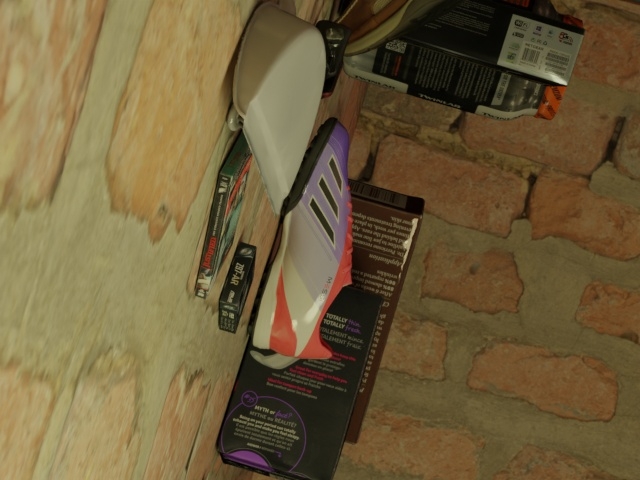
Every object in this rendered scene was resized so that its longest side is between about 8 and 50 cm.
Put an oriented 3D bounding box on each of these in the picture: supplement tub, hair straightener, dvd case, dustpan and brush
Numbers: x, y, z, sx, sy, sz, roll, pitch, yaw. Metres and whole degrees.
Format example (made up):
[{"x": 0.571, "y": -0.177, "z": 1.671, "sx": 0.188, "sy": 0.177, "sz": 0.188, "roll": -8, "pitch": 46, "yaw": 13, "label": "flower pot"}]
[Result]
[{"x": 0.218, "y": -0.308, "z": 2.050, "sx": 0.207, "sy": 0.338, "sz": 0.207, "roll": 17, "pitch": 90, "yaw": -87, "label": "supplement tub"}, {"x": -0.009, "y": -0.176, "z": 1.348, "sx": 0.230, "sy": 0.047, "sz": 0.089, "roll": -62, "pitch": 169, "yaw": -56, "label": "hair straightener"}, {"x": -0.076, "y": -0.023, "z": 1.068, "sx": 0.087, "sy": 0.013, "sz": 0.119, "roll": -70, "pitch": 175, "yaw": -56, "label": "dvd case"}, {"x": -0.029, "y": -0.142, "z": 0.987, "sx": 0.147, "sy": 0.060, "sz": 0.211, "roll": 73, "pitch": 38, "yaw": -62, "label": "dustpan and brush"}]

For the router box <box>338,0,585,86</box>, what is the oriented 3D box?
[{"x": 0.186, "y": -0.287, "z": 1.786, "sx": 0.243, "sy": 0.309, "sz": 0.081, "roll": -63, "pitch": 170, "yaw": -82, "label": "router box"}]

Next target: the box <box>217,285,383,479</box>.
[{"x": -0.027, "y": 0.195, "z": 1.849, "sx": 0.143, "sy": 0.165, "sz": 0.270, "roll": 96, "pitch": 11, "yaw": -75, "label": "box"}]

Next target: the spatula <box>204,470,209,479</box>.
[{"x": -0.181, "y": 0.435, "z": 1.686, "sx": 0.242, "sy": 0.019, "sz": 0.168, "roll": -71, "pitch": 178, "yaw": -50, "label": "spatula"}]

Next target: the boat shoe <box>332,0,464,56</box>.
[{"x": 0.111, "y": -0.311, "z": 1.492, "sx": 0.122, "sy": 0.120, "sz": 0.324, "roll": -30, "pitch": -177, "yaw": -36, "label": "boat shoe"}]

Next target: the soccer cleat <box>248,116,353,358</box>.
[{"x": 0.000, "y": 0.000, "z": 1.737, "sx": 0.108, "sy": 0.116, "sz": 0.318, "roll": -47, "pitch": 154, "yaw": -85, "label": "soccer cleat"}]

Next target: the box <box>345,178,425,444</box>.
[{"x": 0.021, "y": 0.099, "z": 2.039, "sx": 0.143, "sy": 0.191, "sz": 0.381, "roll": -64, "pitch": 171, "yaw": -76, "label": "box"}]

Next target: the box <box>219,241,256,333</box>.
[{"x": -0.083, "y": 0.048, "z": 1.321, "sx": 0.083, "sy": 0.018, "sz": 0.067, "roll": 102, "pitch": 5, "yaw": -65, "label": "box"}]

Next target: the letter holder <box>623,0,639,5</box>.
[{"x": 0.235, "y": -0.310, "z": 0.827, "sx": 0.214, "sy": 0.152, "sz": 0.302, "roll": -68, "pitch": 174, "yaw": -69, "label": "letter holder"}]
